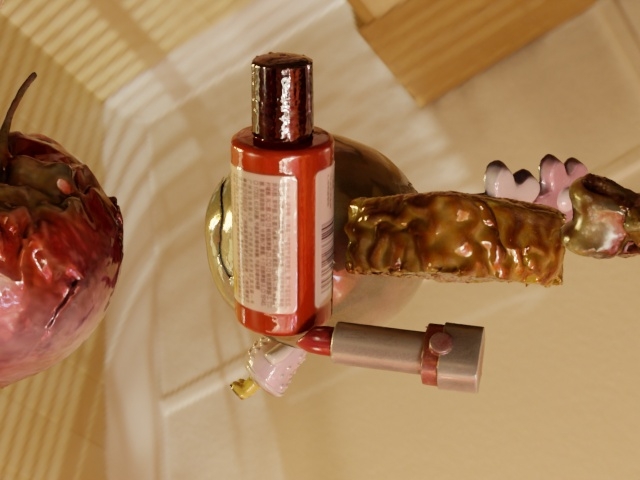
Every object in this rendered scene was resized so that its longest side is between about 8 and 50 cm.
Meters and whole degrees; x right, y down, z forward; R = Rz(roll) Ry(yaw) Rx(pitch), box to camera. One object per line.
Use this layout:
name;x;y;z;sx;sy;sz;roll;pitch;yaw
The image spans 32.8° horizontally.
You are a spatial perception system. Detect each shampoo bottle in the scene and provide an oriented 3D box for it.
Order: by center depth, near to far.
shampoo bottle;-0.037;-0.048;1.087;0.104;0.278;0.104;1;-157;0

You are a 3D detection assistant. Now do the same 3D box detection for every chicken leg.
chicken leg;0.393;-0.020;1.033;0.211;0.361;0.140;1;-79;37

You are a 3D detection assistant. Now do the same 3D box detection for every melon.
melon;0.000;0.000;1.331;0.268;0.330;0.268;-1;-94;20

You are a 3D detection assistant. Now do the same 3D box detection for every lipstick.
lipstick;0.065;0.106;1.066;0.186;0.057;0.063;5;-122;13

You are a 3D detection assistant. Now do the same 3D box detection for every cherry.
cherry;-0.255;0.025;0.828;0.249;0.175;0.192;-42;-147;38

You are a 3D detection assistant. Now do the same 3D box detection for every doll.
doll;-0.042;0.148;1.533;0.081;0.129;0.207;44;-85;11

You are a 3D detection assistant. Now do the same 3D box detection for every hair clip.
hair clip;0.321;-0.058;1.674;0.075;0.257;0.146;14;-72;61

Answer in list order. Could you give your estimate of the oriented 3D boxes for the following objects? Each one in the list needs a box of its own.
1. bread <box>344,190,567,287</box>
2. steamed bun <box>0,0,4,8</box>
bread;0.149;0.000;1.166;0.181;0.222;0.096;-3;-97;50
steamed bun;-0.345;-0.181;0.781;0.238;0.170;0.153;9;-90;37
